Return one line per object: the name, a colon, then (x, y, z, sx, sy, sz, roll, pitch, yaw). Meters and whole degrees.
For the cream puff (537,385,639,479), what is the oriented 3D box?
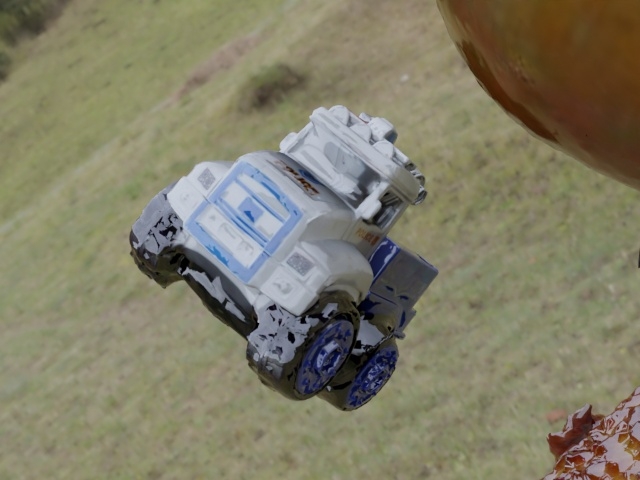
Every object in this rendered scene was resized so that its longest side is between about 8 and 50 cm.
cream puff: (0.269, 0.210, 0.722, 0.350, 0.229, 0.350, -6, 54, 8)

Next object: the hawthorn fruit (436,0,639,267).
hawthorn fruit: (0.166, -0.127, 0.481, 0.267, 0.301, 0.268, 10, 31, -6)

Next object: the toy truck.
toy truck: (0.000, 0.000, 0.818, 0.161, 0.213, 0.177, 41, 94, 24)
